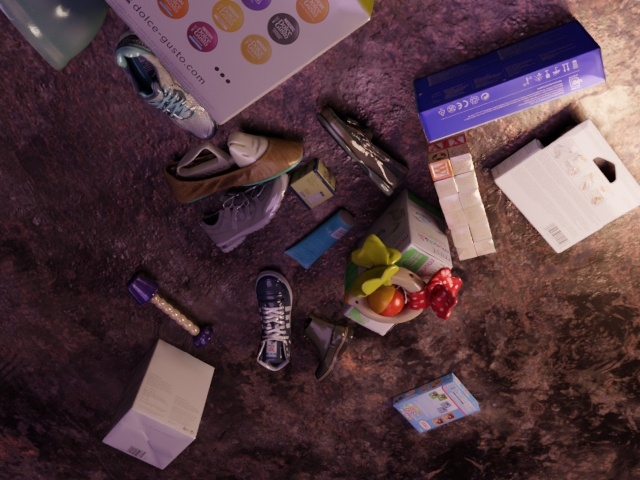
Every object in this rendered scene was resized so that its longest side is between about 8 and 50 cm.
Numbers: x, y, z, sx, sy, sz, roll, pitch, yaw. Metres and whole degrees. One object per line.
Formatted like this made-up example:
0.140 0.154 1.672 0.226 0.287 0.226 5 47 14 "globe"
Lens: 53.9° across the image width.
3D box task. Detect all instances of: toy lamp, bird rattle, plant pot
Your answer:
-0.419 0.193 1.748 0.080 0.080 0.274 -35 117 25 "toy lamp"
0.166 0.104 1.356 0.253 0.143 0.207 22 136 -21 "bird rattle"
-0.500 -0.494 1.162 0.196 0.293 0.293 -35 119 -4 "plant pot"

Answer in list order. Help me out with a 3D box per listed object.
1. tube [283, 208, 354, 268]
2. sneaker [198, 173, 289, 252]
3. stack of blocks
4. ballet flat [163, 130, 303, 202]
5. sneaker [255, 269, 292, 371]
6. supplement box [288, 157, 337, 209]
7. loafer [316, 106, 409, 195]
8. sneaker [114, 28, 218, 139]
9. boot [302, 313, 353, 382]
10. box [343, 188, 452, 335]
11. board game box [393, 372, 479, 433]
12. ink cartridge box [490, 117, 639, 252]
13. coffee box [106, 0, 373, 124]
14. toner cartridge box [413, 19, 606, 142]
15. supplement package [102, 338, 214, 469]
0.000 0.000 1.597 0.080 0.052 0.207 40 125 -16 "tube"
-0.187 -0.078 1.517 0.115 0.105 0.281 38 120 -21 "sneaker"
0.317 -0.101 1.421 0.087 0.171 0.297 -15 124 15 "stack of blocks"
-0.214 -0.182 1.437 0.342 0.116 0.124 -13 138 20 "ballet flat"
-0.128 0.227 1.701 0.099 0.153 0.282 -1 125 4 "sneaker"
-0.017 -0.133 1.494 0.083 0.056 0.083 -30 118 23 "supplement box"
0.099 -0.214 1.420 0.084 0.096 0.267 -42 121 7 "loafer"
-0.336 -0.313 1.350 0.110 0.122 0.283 -31 118 23 "sneaker"
-0.007 0.304 1.806 0.137 0.077 0.198 24 111 -7 "boot"
0.178 0.053 1.506 0.126 0.231 0.262 30 123 -16 "box"
0.354 0.502 1.931 0.211 0.039 0.160 -30 118 22 "board game box"
0.571 -0.129 1.449 0.239 0.060 0.275 -36 115 25 "ink cartridge box"
-0.126 -0.480 1.064 0.334 0.338 0.338 -27 121 29 "coffee box"
0.366 -0.319 1.265 0.347 0.165 0.075 -17 122 17 "toner cartridge box"
-0.466 0.475 1.838 0.199 0.263 0.198 33 122 -17 "supplement package"
